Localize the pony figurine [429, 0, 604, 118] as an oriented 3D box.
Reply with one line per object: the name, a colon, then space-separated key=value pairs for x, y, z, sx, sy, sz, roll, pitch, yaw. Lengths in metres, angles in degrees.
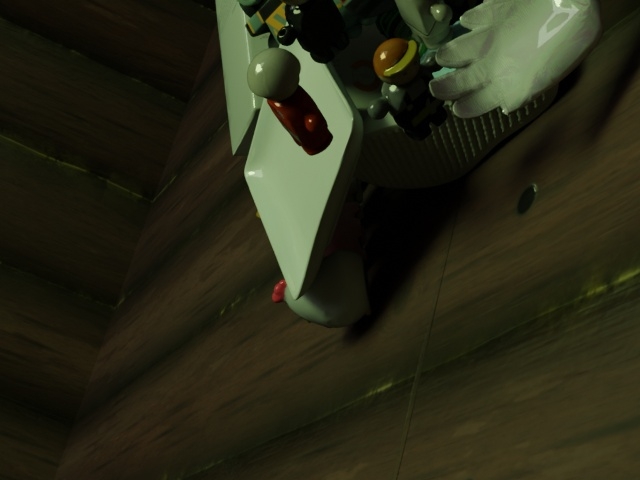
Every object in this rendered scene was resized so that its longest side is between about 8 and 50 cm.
pony figurine: x=0.222 y=-0.335 z=1.267 sx=0.351 sy=0.302 sz=0.363 roll=-28 pitch=16 yaw=16

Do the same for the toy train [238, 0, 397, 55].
toy train: x=0.005 y=-0.348 z=1.647 sx=0.142 sy=0.190 sz=0.334 roll=-24 pitch=-7 yaw=-38

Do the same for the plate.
plate: x=-0.017 y=-0.113 z=1.605 sx=0.277 sy=0.045 sz=0.278 roll=-113 pitch=32 yaw=-47

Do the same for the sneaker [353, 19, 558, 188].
sneaker: x=0.159 y=-0.178 z=1.520 sx=0.366 sy=0.135 sz=0.150 roll=-27 pitch=40 yaw=48

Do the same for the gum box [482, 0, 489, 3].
gum box: x=0.265 y=-0.346 z=1.520 sx=0.107 sy=0.062 sz=0.188 roll=-21 pitch=47 yaw=68

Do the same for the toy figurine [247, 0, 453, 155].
toy figurine: x=0.036 y=-0.214 z=1.382 sx=0.210 sy=0.148 sz=0.213 roll=-3 pitch=56 yaw=23

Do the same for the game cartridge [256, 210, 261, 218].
game cartridge: x=0.001 y=-0.165 z=2.122 sx=0.323 sy=0.053 sz=0.285 roll=-68 pitch=17 yaw=2

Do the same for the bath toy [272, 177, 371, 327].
bath toy: x=0.000 y=0.000 z=1.749 sx=0.348 sy=0.129 sz=0.151 roll=-92 pitch=-8 yaw=-55

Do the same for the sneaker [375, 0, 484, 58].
sneaker: x=0.155 y=-0.405 z=1.637 sx=0.134 sy=0.146 sz=0.343 roll=-17 pitch=-54 yaw=-65

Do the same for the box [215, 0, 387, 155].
box: x=-0.030 y=-0.314 z=1.893 sx=0.168 sy=0.215 sz=0.345 roll=127 pitch=139 yaw=-65
